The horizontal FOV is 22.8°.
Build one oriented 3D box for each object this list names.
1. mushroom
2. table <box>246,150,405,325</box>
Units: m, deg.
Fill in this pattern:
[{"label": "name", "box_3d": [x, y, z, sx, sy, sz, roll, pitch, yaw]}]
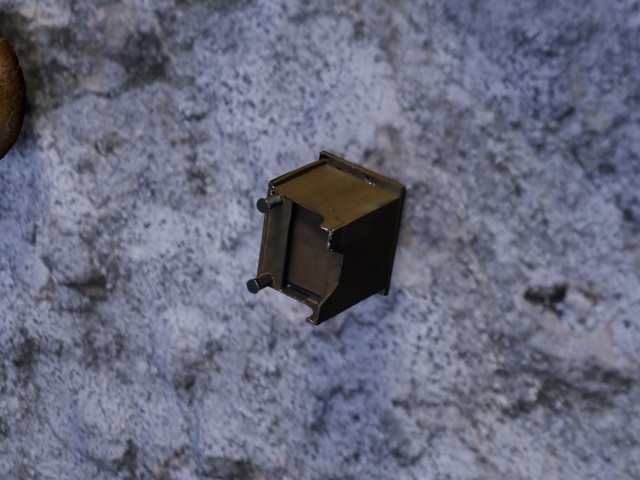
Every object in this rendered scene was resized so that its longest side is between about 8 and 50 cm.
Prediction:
[{"label": "mushroom", "box_3d": [-0.279, -0.118, 1.228, 0.109, 0.085, 0.126, 7, 114, -1]}, {"label": "table", "box_3d": [0.000, 0.000, 1.046, 0.070, 0.082, 0.083, 25, 121, 29]}]
